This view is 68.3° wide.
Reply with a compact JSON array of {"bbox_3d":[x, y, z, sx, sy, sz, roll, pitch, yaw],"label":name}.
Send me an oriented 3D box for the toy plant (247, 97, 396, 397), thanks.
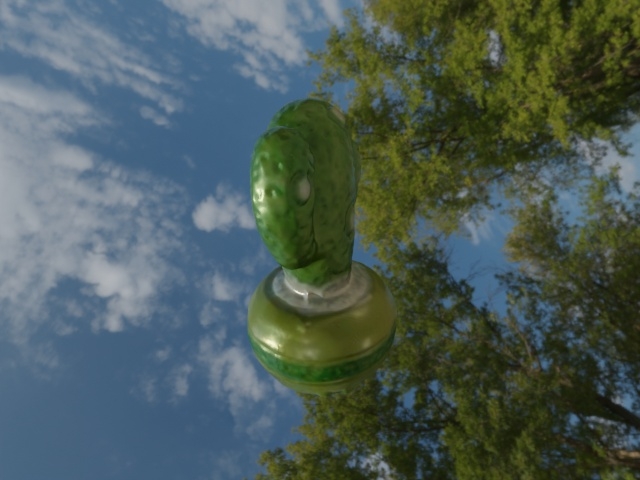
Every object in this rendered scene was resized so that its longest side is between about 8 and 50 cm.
[{"bbox_3d":[0.000,0.000,0.541,0.224,0.184,0.316,-52,-34,-55],"label":"toy plant"}]
